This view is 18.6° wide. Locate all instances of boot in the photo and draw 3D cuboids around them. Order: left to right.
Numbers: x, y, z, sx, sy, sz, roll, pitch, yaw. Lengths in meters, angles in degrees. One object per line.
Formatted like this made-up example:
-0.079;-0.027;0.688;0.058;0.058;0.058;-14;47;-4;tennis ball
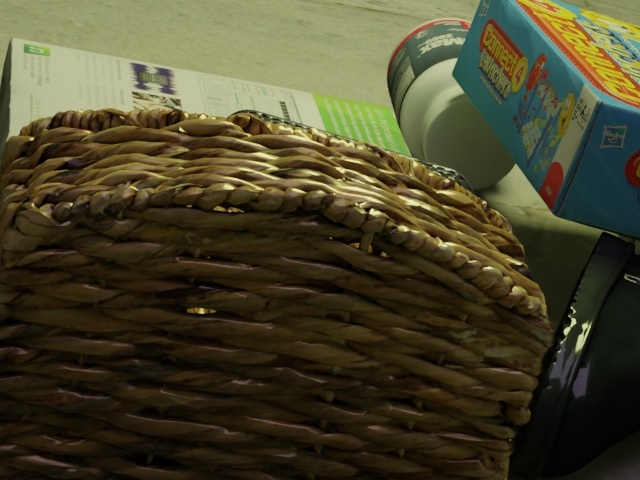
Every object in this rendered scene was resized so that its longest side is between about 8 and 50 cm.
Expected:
0.242;0.102;1.234;0.207;0.094;0.246;25;32;8;boot

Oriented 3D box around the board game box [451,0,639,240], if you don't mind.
0.281;-0.074;1.454;0.302;0.086;0.308;15;19;-17;board game box

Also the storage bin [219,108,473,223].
0.000;0.000;1.289;0.180;0.122;0.084;17;22;4;storage bin

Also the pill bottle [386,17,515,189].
0.117;-0.113;1.655;0.108;0.108;0.180;11;23;-10;pill bottle

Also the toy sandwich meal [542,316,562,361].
0.178;0.082;1.329;0.085;0.029;0.085;13;22;-5;toy sandwich meal

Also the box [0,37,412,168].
-0.084;-0.066;1.486;0.322;0.058;0.232;9;23;-11;box

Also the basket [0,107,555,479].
-0.040;0.024;1.086;0.299;0.213;0.223;11;23;-9;basket

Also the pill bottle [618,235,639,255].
0.289;0.022;1.468;0.086;0.086;0.152;4;25;-26;pill bottle
